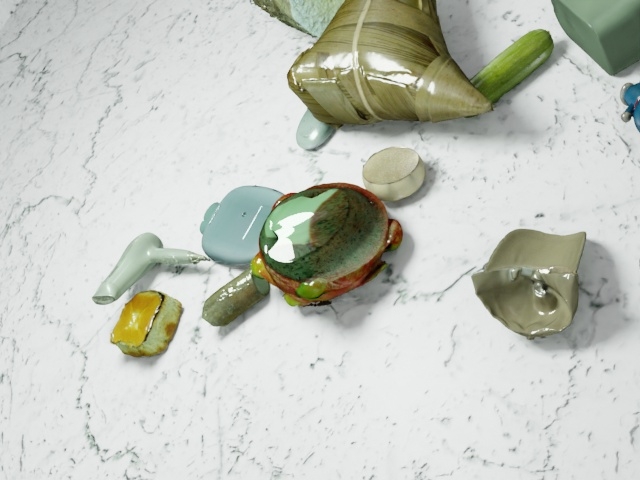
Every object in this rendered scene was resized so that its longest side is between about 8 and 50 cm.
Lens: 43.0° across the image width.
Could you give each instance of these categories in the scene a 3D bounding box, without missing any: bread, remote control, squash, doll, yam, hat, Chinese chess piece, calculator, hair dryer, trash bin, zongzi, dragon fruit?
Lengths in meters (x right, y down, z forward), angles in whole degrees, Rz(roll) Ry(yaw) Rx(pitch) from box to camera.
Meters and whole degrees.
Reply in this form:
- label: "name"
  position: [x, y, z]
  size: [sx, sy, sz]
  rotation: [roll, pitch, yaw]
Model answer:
- label: "bread"
  position: [-0.360, 0.170, 1.669]
  size: [0.128, 0.069, 0.140]
  rotation: [-2, 57, 35]
- label: "remote control"
  position: [0.015, -0.308, 1.821]
  size: [0.097, 0.045, 0.256]
  rotation: [4, 56, 35]
- label: "squash"
  position: [0.354, -0.324, 1.575]
  size: [0.239, 0.069, 0.069]
  rotation: [-39, 42, 1]
- label: "doll"
  position: [0.552, -0.217, 1.337]
  size: [0.114, 0.085, 0.152]
  rotation: [-21, 34, 5]
- label: "yam"
  position: [-0.029, -0.629, 1.992]
  size: [0.241, 0.241, 0.348]
  rotation: [-45, 39, -6]
- label: "hat"
  position: [0.348, 0.063, 1.270]
  size: [0.166, 0.144, 0.173]
  rotation: [2, 13, 39]
- label: "Chinese chess piece"
  position: [0.140, -0.128, 1.561]
  size: [0.122, 0.051, 0.122]
  rotation: [-14, 40, 12]
- label: "calculator"
  position: [-0.163, -0.035, 1.706]
  size: [0.299, 0.041, 0.185]
  rotation: [13, 69, 47]
- label: "yam"
  position: [-0.164, 0.110, 1.583]
  size: [0.146, 0.070, 0.069]
  rotation: [-37, 42, 5]
- label: "hair dryer"
  position: [-0.341, 0.059, 1.717]
  size: [0.237, 0.075, 0.206]
  rotation: [-5, 34, 27]
- label: "trash bin"
  position: [0.607, -0.480, 1.458]
  size: [0.343, 0.158, 0.223]
  rotation: [-32, 43, 10]
- label: "zongzi"
  position: [0.236, -0.431, 1.658]
  size: [0.467, 0.218, 0.500]
  rotation: [13, 62, 35]
- label: "dragon fruit"
  position: [0.000, 0.000, 1.493]
  size: [0.295, 0.130, 0.268]
  rotation: [-20, 53, 7]
